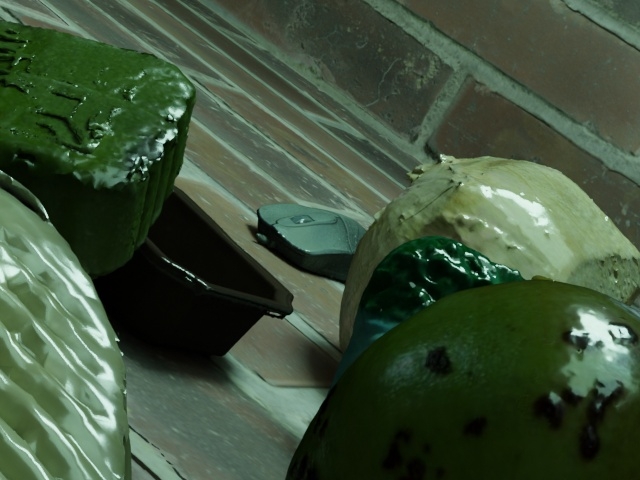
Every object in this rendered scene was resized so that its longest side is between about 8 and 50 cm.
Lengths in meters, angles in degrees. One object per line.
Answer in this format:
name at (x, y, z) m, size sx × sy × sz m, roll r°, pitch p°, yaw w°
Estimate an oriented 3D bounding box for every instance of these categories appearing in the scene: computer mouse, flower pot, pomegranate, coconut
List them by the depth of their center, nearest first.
pomegranate at (0.096, 0.176, 0.864) m, size 0.290 × 0.291 × 0.323 m, roll 36°, pitch 42°, yaw 15°
flower pot at (-0.151, 0.015, 1.281) m, size 0.251 × 0.084 × 0.179 m, roll 42°, pitch 14°, yaw 36°
coconut at (0.156, 0.055, 1.450) m, size 0.254 × 0.297 × 0.297 m, roll 37°, pitch 12°, yaw 11°
computer mouse at (0.004, -0.005, 1.829) m, size 0.113 × 0.068 × 0.229 m, roll 39°, pitch 12°, yaw 36°

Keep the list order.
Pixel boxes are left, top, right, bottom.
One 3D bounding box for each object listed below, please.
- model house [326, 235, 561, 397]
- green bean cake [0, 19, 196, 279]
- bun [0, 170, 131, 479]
model house at (0.181, 0.138, 1.142) m, size 0.280 × 0.230 × 0.249 m, roll 27°, pitch -11°, yaw -21°
green bean cake at (-0.219, -0.073, 1.149) m, size 0.214 × 0.113 × 0.200 m, roll 15°, pitch 38°, yaw 5°
bun at (-0.232, 0.079, 0.479) m, size 0.359 × 0.211 × 0.360 m, roll 28°, pitch 23°, yaw -13°
